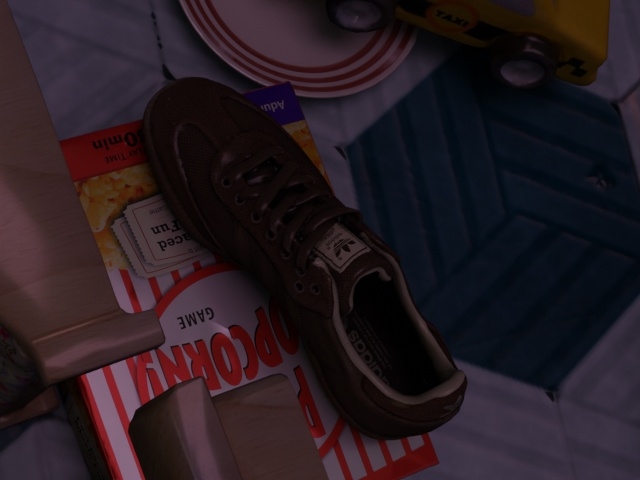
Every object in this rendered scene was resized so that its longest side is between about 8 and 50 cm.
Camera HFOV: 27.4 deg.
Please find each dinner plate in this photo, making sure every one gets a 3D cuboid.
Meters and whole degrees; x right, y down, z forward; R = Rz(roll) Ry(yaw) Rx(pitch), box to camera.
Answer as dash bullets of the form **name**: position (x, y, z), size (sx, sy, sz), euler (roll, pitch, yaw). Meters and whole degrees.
- **dinner plate**: position (-0.012, -0.137, 0.676), size (0.141, 0.017, 0.141), euler (6, 74, -22)

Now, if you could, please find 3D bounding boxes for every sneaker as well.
- **sneaker**: position (0.000, 0.000, 0.560), size (0.066, 0.071, 0.188), euler (-40, 93, -27)

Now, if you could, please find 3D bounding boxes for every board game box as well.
- **board game box**: position (-0.049, 0.038, 0.596), size (0.147, 0.045, 0.193), euler (-19, 84, -26)

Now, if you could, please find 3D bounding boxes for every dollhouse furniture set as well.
- **dollhouse furniture set**: position (-0.149, 0.031, 0.413), size (0.174, 0.303, 0.355), euler (-19, 83, -25)

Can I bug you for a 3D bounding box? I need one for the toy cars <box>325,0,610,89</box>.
- **toy cars**: position (0.016, -0.236, 0.661), size (0.176, 0.087, 0.393), euler (-35, 86, -32)
